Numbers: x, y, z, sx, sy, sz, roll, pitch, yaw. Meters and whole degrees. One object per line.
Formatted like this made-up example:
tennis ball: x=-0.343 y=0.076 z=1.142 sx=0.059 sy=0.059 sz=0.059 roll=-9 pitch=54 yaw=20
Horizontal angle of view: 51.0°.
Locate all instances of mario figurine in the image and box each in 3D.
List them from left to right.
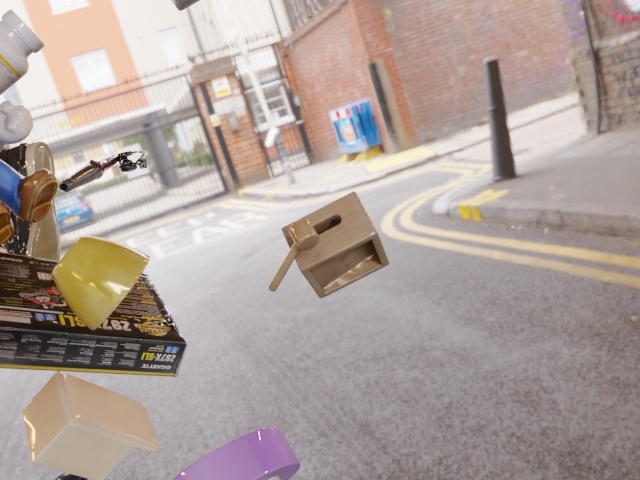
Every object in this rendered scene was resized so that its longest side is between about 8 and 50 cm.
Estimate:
mario figurine: x=-0.515 y=-0.141 z=0.885 sx=0.170 sy=0.321 sz=0.198 roll=-56 pitch=-5 yaw=9

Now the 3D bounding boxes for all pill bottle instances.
pill bottle: x=-0.543 y=-0.286 z=1.084 sx=0.184 sy=0.103 sz=0.103 roll=-44 pitch=14 yaw=-7

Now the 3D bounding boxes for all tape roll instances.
tape roll: x=-0.180 y=0.491 z=1.366 sx=0.275 sy=0.090 sz=0.274 roll=-27 pitch=-24 yaw=-13

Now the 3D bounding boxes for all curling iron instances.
curling iron: x=-0.361 y=-0.120 z=1.112 sx=0.068 sy=0.035 sz=0.274 roll=-4 pitch=13 yaw=9

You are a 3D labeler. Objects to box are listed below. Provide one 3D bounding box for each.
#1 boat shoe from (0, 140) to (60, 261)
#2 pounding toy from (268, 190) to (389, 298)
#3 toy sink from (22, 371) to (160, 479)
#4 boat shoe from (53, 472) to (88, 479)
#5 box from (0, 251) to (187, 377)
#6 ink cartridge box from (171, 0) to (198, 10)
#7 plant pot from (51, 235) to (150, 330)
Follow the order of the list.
boat shoe: x=-0.618 y=-0.033 z=1.383 sx=0.113 sy=0.339 sz=0.127 roll=-1 pitch=5 yaw=4
pounding toy: x=-0.010 y=0.002 z=1.014 sx=0.181 sy=0.094 sz=0.206 roll=-27 pitch=-28 yaw=2
toy sink: x=-0.481 y=0.402 z=1.406 sx=0.131 sy=0.234 sz=0.153 roll=-48 pitch=43 yaw=5
boat shoe: x=-0.516 y=0.627 z=1.427 sx=0.089 sy=0.258 sz=0.109 roll=-16 pitch=1 yaw=34
box: x=-0.418 y=0.122 z=1.132 sx=0.322 sy=0.079 sz=0.257 roll=11 pitch=21 yaw=-35
ink cartridge box: x=-0.054 y=-0.213 z=0.370 sx=0.109 sy=0.062 sz=0.209 roll=-35 pitch=4 yaw=-9
plant pot: x=-0.326 y=0.048 z=0.967 sx=0.134 sy=0.095 sz=0.134 roll=-45 pitch=18 yaw=18
